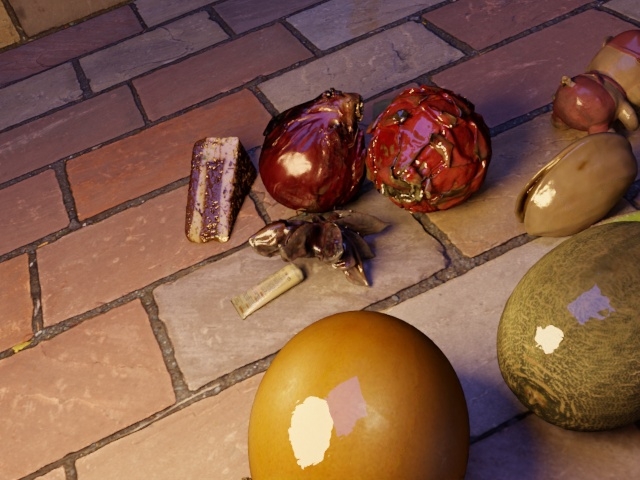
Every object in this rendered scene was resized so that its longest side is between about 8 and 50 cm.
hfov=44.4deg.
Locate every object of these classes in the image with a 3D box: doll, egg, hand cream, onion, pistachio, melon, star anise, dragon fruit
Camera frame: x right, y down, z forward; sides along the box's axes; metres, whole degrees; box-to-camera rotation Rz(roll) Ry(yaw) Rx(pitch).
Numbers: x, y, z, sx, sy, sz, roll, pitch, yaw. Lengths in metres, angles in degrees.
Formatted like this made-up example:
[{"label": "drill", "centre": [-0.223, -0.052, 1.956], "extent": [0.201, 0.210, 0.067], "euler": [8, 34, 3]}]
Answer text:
[{"label": "doll", "centre": [0.598, -0.308, 1.587], "extent": [0.256, 0.152, 0.196], "euler": [-41, 74, -5]}, {"label": "egg", "centre": [0.047, 0.252, 1.007], "extent": [0.283, 0.282, 0.351], "euler": [-2, 47, 19]}, {"label": "hand cream", "centre": [-0.096, 0.093, 1.463], "extent": [0.143, 0.039, 0.061], "euler": [-32, 49, -5]}, {"label": "onion", "centre": [-0.009, -0.169, 1.595], "extent": [0.221, 0.280, 0.280], "euler": [25, 48, 3]}, {"label": "pistachio", "centre": [0.455, -0.098, 1.398], "extent": [0.238, 0.153, 0.137], "euler": [-43, 27, 10]}, {"label": "melon", "centre": [0.390, 0.112, 1.075], "extent": [0.329, 0.248, 0.249], "euler": [-43, 44, -19]}, {"label": "star anise", "centre": [0.003, 0.001, 1.441], "extent": [0.213, 0.129, 0.283], "euler": [14, 13, 20]}, {"label": "dragon fruit", "centre": [0.197, -0.165, 1.489], "extent": [0.245, 0.244, 0.299], "euler": [14, 34, 34]}]

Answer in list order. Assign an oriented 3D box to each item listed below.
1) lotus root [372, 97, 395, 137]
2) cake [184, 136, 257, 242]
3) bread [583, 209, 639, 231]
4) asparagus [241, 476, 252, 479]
[{"label": "lotus root", "centre": [0.182, -0.274, 1.769], "extent": [0.144, 0.070, 0.143], "euler": [-13, 39, 5]}, {"label": "cake", "centre": [-0.232, -0.119, 1.689], "extent": [0.112, 0.135, 0.246], "euler": [-2, 41, 18]}, {"label": "bread", "centre": [0.534, 0.044, 1.268], "extent": [0.302, 0.045, 0.301], "euler": [-12, 38, 9]}, {"label": "asparagus", "centre": [-0.044, 0.362, 1.126], "extent": [0.166, 0.013, 0.016], "euler": [8, 34, 28]}]
